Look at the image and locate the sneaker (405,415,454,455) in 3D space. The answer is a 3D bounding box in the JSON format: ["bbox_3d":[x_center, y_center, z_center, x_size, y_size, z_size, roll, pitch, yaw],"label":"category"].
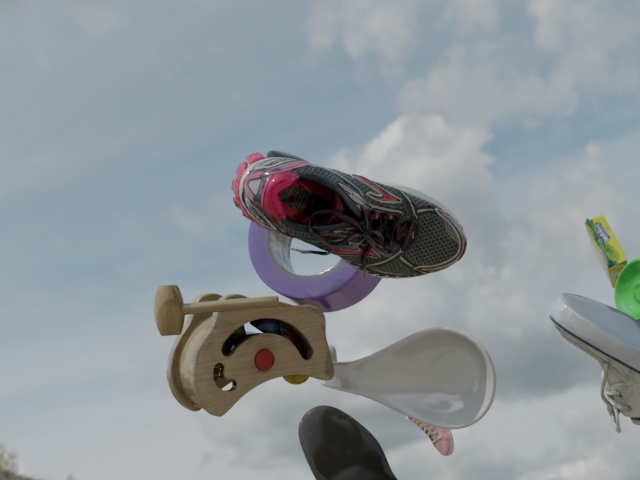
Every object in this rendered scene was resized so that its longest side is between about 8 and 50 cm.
[{"bbox_3d":[0.202,0.351,1.899,0.070,0.134,0.051,-2,-30,-32],"label":"sneaker"}]

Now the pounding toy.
[{"bbox_3d":[-0.090,0.146,1.253,0.269,0.154,0.155,10,-8,-35],"label":"pounding toy"}]

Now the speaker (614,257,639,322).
[{"bbox_3d":[0.650,0.108,1.691,0.296,0.131,0.131,12,-30,-24],"label":"speaker"}]

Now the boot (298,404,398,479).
[{"bbox_3d":[0.077,0.386,1.530,0.112,0.305,0.115,-40,-19,-11],"label":"boot"}]

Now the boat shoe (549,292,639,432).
[{"bbox_3d":[0.469,0.221,1.453,0.367,0.136,0.156,29,-70,-7],"label":"boat shoe"}]

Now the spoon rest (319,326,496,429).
[{"bbox_3d":[0.108,0.183,1.350,0.276,0.137,0.084,-2,5,34],"label":"spoon rest"}]

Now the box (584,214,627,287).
[{"bbox_3d":[0.551,0.019,1.910,0.043,0.105,0.179,-27,-23,13],"label":"box"}]

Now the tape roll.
[{"bbox_3d":[0.000,0.000,1.382,0.189,0.189,0.080,-18,-23,15],"label":"tape roll"}]

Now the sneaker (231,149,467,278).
[{"bbox_3d":[0.043,-0.018,1.177,0.299,0.121,0.112,14,5,-23],"label":"sneaker"}]
